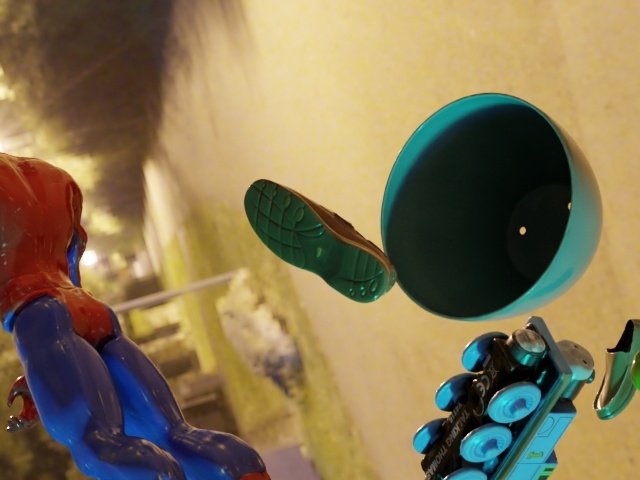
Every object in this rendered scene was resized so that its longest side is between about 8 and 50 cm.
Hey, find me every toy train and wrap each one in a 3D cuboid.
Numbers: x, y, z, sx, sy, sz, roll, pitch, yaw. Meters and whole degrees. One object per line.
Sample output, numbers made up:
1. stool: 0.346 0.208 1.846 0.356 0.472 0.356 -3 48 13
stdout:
1. toy train: 0.146 0.140 1.140 0.184 0.105 0.080 -65 35 35

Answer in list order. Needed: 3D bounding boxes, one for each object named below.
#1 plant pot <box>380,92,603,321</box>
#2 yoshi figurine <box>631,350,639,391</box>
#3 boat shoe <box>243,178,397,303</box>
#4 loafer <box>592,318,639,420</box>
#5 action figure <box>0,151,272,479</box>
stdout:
1. plant pot: 0.250 -0.027 1.876 0.195 0.290 0.290 16 -133 -48
2. yoshi figurine: 0.474 0.031 1.557 0.203 0.362 0.203 54 -150 12
3. boat shoe: 0.000 0.000 1.449 0.178 0.064 0.060 36 -162 16
4. loafer: 0.392 0.165 1.895 0.050 0.148 0.056 30 174 -15
5. action figure: -0.119 0.070 0.591 0.091 0.139 0.280 7 -138 -54
